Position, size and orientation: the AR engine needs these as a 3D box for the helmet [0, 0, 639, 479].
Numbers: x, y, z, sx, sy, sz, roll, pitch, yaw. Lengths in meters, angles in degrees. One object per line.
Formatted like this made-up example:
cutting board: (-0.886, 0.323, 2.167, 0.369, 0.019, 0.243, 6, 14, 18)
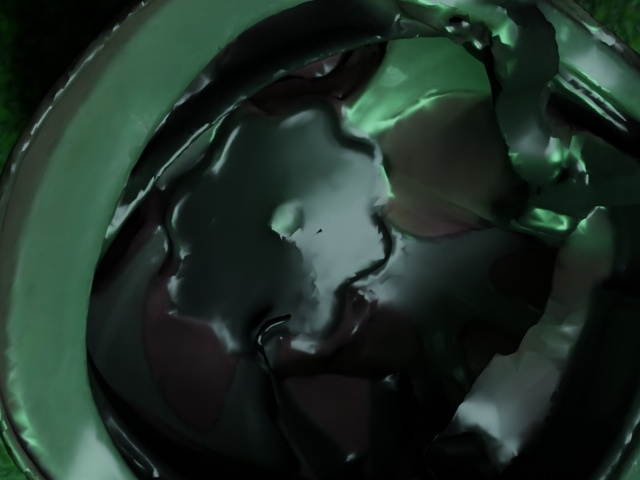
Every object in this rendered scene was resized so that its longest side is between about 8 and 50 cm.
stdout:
helmet: (0.000, 0.000, 0.671, 0.338, 0.197, 0.271, 20, 99, -30)
